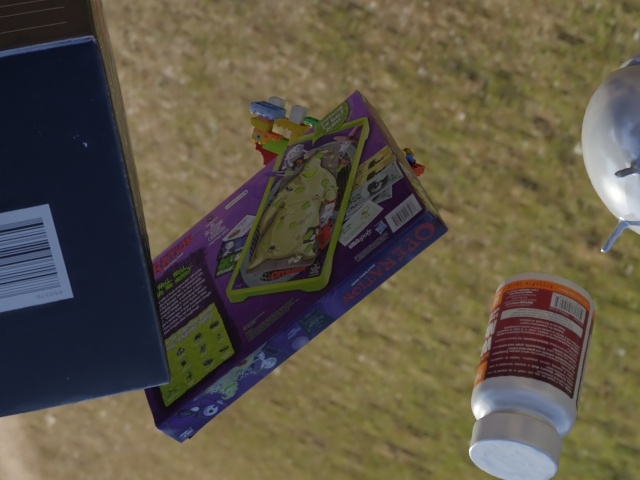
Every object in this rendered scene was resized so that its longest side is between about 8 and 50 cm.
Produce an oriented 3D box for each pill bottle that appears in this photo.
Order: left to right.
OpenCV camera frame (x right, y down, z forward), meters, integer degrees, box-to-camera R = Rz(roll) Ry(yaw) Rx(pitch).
[{"bbox_3d":[0.241,0.157,1.770,0.121,0.221,0.121,12,147,8],"label":"pill bottle"}]

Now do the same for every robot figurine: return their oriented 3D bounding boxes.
[{"bbox_3d":[0.396,-0.129,1.505,0.199,0.353,0.300,33,153,38],"label":"robot figurine"}]

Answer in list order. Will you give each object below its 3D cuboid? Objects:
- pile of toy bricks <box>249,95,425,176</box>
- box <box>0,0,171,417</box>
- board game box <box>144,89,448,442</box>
[{"bbox_3d":[-0.002,-0.080,1.740,0.212,0.105,0.118,22,-163,22],"label":"pile of toy bricks"},{"bbox_3d":[-0.236,-0.099,1.135,0.178,0.313,0.343,-11,137,-6],"label":"box"},{"bbox_3d":[-0.051,0.024,1.555,0.056,0.347,0.208,38,-162,-46],"label":"board game box"}]
